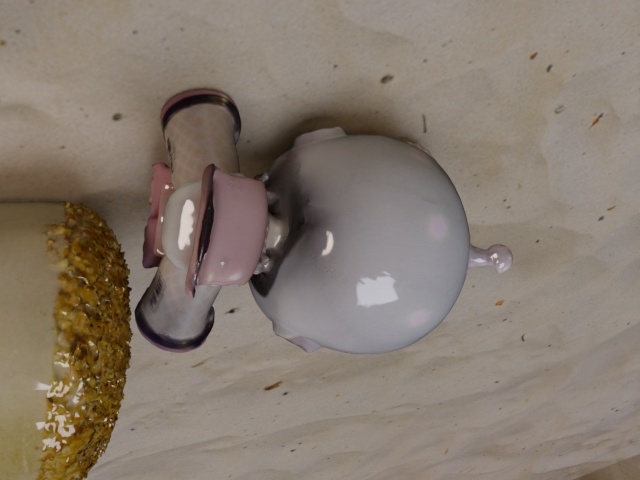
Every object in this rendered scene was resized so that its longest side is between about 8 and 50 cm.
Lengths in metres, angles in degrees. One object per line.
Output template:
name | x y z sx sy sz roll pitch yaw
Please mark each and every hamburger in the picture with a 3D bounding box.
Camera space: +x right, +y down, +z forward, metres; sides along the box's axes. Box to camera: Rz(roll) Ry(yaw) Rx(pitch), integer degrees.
hamburger | -0.270 0.098 0.673 0.179 0.275 0.294 9 145 -25

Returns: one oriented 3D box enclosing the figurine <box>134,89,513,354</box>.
figurine | -0.003 0.009 0.723 0.362 0.211 0.253 7 106 -36
